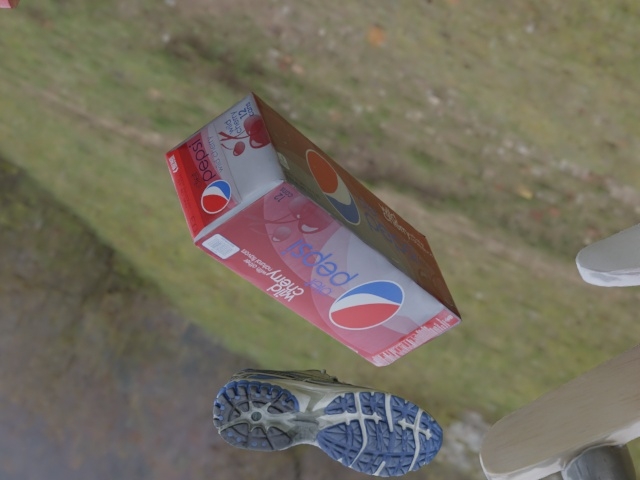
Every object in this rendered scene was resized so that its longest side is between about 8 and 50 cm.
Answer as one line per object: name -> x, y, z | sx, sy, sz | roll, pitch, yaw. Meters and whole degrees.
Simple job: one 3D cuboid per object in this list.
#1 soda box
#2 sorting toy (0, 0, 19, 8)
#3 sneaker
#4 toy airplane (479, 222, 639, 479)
soda box -> 0.000, 0.000, 1.173 | 0.263, 0.083, 0.092 | 38, -156, -49
sorting toy -> -0.280, -0.325, 1.298 | 0.089, 0.257, 0.255 | 6, 136, 0
sneaker -> 0.006, 0.098, 0.922 | 0.135, 0.052, 0.058 | 13, -163, -5
toy airplane -> 0.377, 0.112, 1.380 | 0.386, 0.384, 0.272 | -5, 119, 45
